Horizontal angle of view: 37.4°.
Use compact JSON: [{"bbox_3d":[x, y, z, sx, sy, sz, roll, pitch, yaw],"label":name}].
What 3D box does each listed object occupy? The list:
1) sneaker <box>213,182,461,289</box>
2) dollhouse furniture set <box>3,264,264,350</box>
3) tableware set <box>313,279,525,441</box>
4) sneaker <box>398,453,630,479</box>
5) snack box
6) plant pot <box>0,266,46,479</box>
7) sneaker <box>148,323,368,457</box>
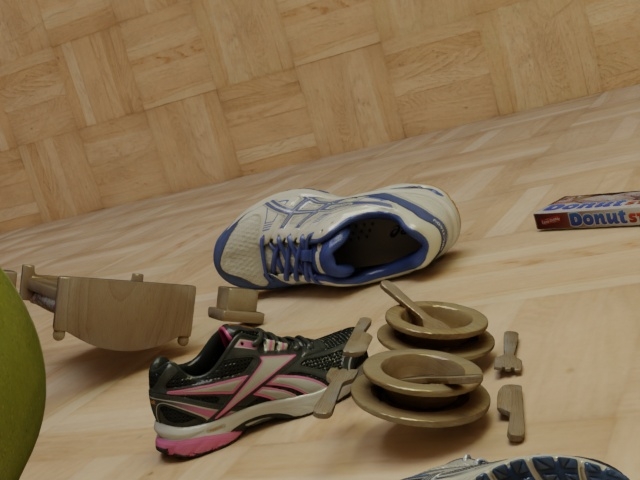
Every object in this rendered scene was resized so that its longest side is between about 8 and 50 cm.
[{"bbox_3d":[0.000,0.000,1.040,0.296,0.112,0.131,-13,11,22],"label":"sneaker"},{"bbox_3d":[-0.287,0.116,1.030,0.355,0.174,0.303,6,0,-26],"label":"dollhouse furniture set"},{"bbox_3d":[0.073,0.071,0.641,0.128,0.039,0.194,5,14,10],"label":"tableware set"},{"bbox_3d":[0.077,0.121,0.446,0.135,0.052,0.058,-12,7,16],"label":"sneaker"},{"bbox_3d":[0.313,-0.033,0.985,0.064,0.022,0.178,-25,14,-37],"label":"snack box"},{"bbox_3d":[-0.281,0.140,0.409,0.274,0.275,0.293,-16,26,0],"label":"plant pot"},{"bbox_3d":[-0.044,0.093,0.701,0.178,0.077,0.072,-20,12,-26],"label":"sneaker"}]
